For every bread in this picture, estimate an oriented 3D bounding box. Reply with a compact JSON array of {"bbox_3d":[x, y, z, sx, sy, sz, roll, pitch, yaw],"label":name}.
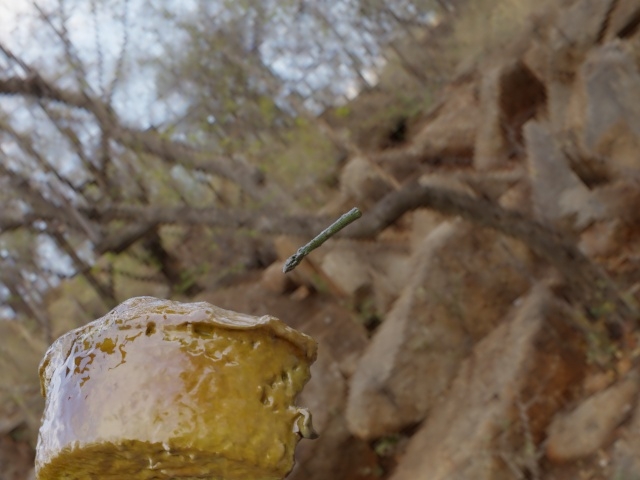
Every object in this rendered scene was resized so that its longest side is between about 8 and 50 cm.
[{"bbox_3d":[-0.116,0.118,0.981,0.139,0.143,0.229,26,-39,-33],"label":"bread"}]

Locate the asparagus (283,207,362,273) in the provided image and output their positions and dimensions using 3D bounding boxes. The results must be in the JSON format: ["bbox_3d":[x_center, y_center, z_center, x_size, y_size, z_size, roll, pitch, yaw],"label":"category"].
[{"bbox_3d":[0.000,0.000,1.582,0.114,0.014,0.015,-38,14,-16],"label":"asparagus"}]
